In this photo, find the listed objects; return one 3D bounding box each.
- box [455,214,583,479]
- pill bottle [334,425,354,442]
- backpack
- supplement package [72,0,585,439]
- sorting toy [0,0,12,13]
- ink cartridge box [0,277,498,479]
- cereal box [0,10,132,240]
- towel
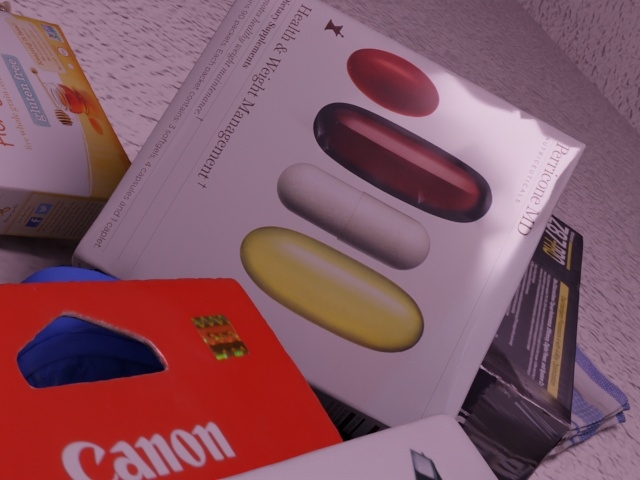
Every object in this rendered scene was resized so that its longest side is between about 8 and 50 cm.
[{"bbox_3d":[0.051,-0.001,0.944,0.318,0.097,0.395,32,23,1],"label":"box"},{"bbox_3d":[-0.020,0.177,0.524,0.123,0.123,0.219,36,23,-15],"label":"pill bottle"},{"bbox_3d":[-0.113,0.078,0.552,0.098,0.120,0.101,20,33,-44],"label":"backpack"},{"bbox_3d":[0.000,0.000,0.674,0.203,0.194,0.149,28,-21,0],"label":"supplement package"},{"bbox_3d":[-0.253,-0.140,0.823,0.083,0.045,0.075,19,41,-44],"label":"sorting toy"},{"bbox_3d":[-0.022,0.093,0.417,0.239,0.060,0.275,56,23,18],"label":"ink cartridge box"},{"bbox_3d":[-0.233,-0.081,0.710,0.240,0.047,0.173,6,45,-49],"label":"cereal box"},{"bbox_3d":[0.164,0.099,1.078,0.209,0.034,0.285,50,24,20],"label":"towel"}]
